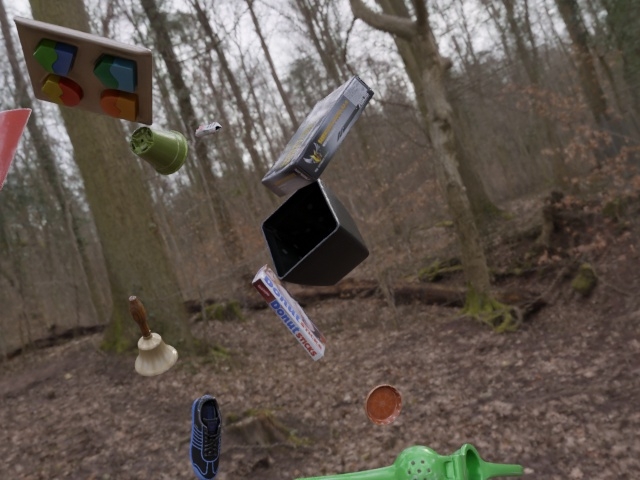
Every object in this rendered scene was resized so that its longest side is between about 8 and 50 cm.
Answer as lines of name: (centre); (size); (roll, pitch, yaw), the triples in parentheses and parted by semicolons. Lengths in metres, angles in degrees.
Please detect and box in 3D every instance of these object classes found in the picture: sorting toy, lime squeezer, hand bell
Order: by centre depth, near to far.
lime squeezer: (0.132, 0.269, 0.685); (0.310, 0.059, 0.110); (4, -42, -21)
sorting toy: (-0.360, -0.249, 0.943); (0.193, 0.038, 0.208); (12, -23, -10)
hand bell: (-0.493, 0.252, 1.707); (0.126, 0.242, 0.126); (-6, 33, 4)

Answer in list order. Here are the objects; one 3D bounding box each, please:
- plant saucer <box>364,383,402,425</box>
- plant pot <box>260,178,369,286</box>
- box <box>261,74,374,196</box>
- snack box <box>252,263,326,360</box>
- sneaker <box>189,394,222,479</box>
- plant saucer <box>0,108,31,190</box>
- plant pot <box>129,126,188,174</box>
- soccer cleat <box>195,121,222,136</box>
plant saucer: (0.128, 0.337, 1.249); (0.083, 0.083, 0.013); (-22, 9, -21)
plant pot: (0.000, 0.000, 1.401); (0.188, 0.187, 0.167); (-41, -46, 19)
box: (-0.008, -0.204, 1.214); (0.231, 0.056, 0.183); (-57, 18, -19)
snack box: (-0.052, 0.125, 1.057); (0.022, 0.178, 0.064); (-34, 12, 17)
sneaker: (-0.316, 0.550, 1.696); (0.081, 0.232, 0.090); (1, -21, -29)
plant saucer: (-0.648, -0.108, 1.118); (0.258, 0.259, 0.048); (-35, -50, 24)
plant pot: (-0.291, -0.166, 1.074); (0.083, 0.083, 0.079); (-24, -17, 17)
soccer cleat: (-0.321, -0.317, 1.747); (0.083, 0.035, 0.029); (-33, -39, -36)
